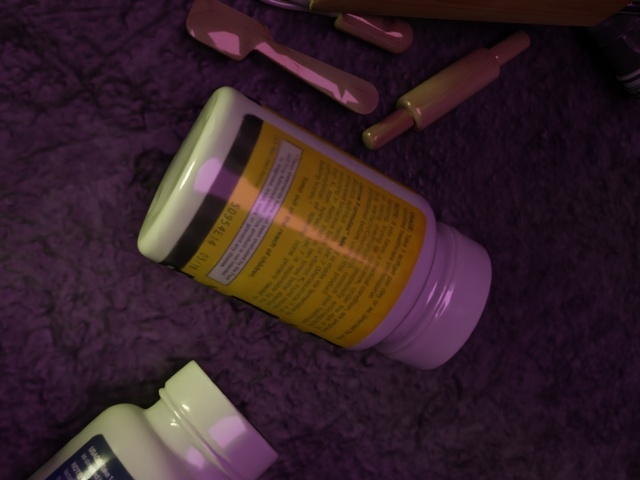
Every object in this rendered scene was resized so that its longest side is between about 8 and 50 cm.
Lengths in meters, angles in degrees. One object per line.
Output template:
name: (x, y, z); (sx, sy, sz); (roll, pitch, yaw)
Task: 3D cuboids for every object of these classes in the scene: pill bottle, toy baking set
pill bottle: (0.000, 0.000, 0.483); (0.209, 0.119, 0.119); (28, 83, -17)
pill bottle: (-0.121, 0.167, 0.452); (0.187, 0.112, 0.112); (-42, 104, -12)
toy baking set: (0.038, -0.169, 0.540); (0.256, 0.030, 0.196); (-40, 99, -16)

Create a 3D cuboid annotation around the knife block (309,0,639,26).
knife block: (0.162, -0.198, 0.503); (0.242, 0.276, 0.088); (6, 82, -53)

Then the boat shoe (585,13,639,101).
boat shoe: (0.341, -0.248, 0.596); (0.306, 0.113, 0.105); (-42, 98, 3)
